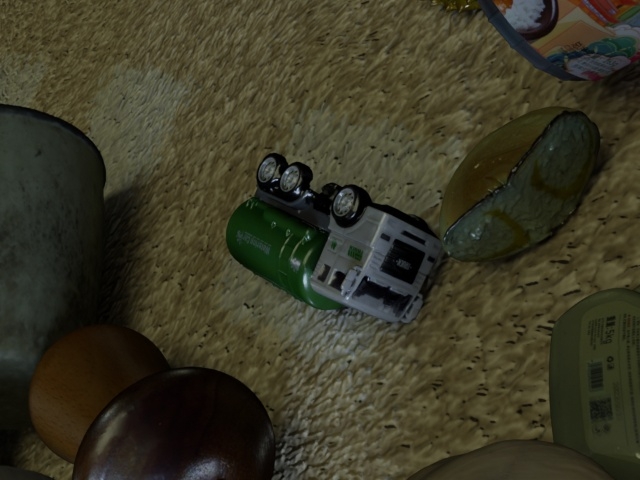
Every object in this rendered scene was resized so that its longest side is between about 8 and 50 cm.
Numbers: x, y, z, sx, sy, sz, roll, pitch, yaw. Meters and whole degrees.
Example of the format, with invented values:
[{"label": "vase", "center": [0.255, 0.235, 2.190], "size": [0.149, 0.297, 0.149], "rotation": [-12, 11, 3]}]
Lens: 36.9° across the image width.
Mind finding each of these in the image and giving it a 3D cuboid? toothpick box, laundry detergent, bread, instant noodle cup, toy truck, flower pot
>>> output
[{"label": "toothpick box", "center": [-0.175, 0.188, 0.932], "size": [0.294, 0.192, 0.192], "rotation": [21, 81, 54]}, {"label": "laundry detergent", "center": [0.278, 0.086, 0.616], "size": [0.253, 0.091, 0.181], "rotation": [-21, 47, 35]}, {"label": "bread", "center": [0.159, -0.048, 0.822], "size": [0.157, 0.083, 0.094], "rotation": [-55, 38, 1]}, {"label": "instant noodle cup", "center": [0.232, -0.244, 0.772], "size": [0.182, 0.258, 0.302], "rotation": [-36, -1, 43]}, {"label": "toy truck", "center": [0.000, 0.000, 0.938], "size": [0.243, 0.101, 0.124], "rotation": [24, 89, 52]}, {"label": "flower pot", "center": [-0.407, 0.047, 1.184], "size": [0.294, 0.294, 0.330], "rotation": [-29, 56, 29]}]

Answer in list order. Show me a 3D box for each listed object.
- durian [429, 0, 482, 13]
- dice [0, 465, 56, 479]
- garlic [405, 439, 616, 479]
[{"label": "durian", "center": [0.169, -0.317, 0.979], "size": [0.183, 0.165, 0.132], "rotation": [14, 33, 25]}, {"label": "dice", "center": [-0.341, 0.393, 0.927], "size": [0.251, 0.243, 0.259], "rotation": [-46, 45, 13]}, {"label": "garlic", "center": [0.088, 0.275, 0.570], "size": [0.322, 0.241, 0.322], "rotation": [-37, 19, 15]}]
